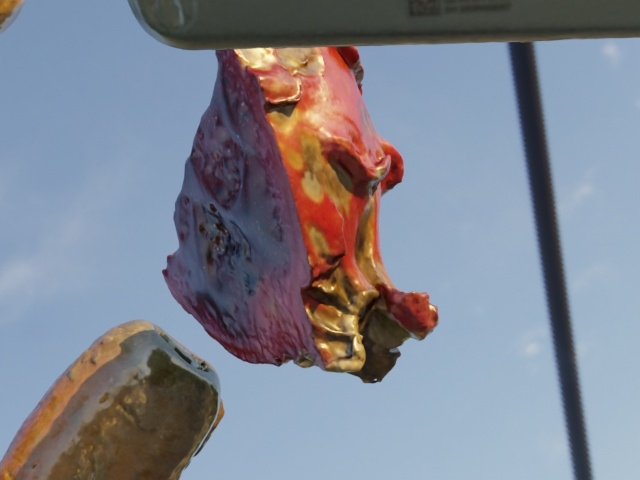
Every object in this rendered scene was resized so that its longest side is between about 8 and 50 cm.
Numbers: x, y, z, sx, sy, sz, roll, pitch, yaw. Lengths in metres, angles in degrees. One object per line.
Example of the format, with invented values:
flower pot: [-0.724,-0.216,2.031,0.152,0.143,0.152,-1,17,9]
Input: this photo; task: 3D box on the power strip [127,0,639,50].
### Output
power strip: [0.050,-0.167,0.429,0.059,0.265,0.193,-65,-26,-61]

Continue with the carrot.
carrot: [-0.201,0.201,0.968,0.302,0.139,0.138,-51,-29,-11]

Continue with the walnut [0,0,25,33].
walnut: [-0.279,-0.220,0.892,0.144,0.180,0.144,-2,-27,-1]

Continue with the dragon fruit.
dragon fruit: [0.000,0.000,0.814,0.134,0.211,0.262,-14,-28,-26]
